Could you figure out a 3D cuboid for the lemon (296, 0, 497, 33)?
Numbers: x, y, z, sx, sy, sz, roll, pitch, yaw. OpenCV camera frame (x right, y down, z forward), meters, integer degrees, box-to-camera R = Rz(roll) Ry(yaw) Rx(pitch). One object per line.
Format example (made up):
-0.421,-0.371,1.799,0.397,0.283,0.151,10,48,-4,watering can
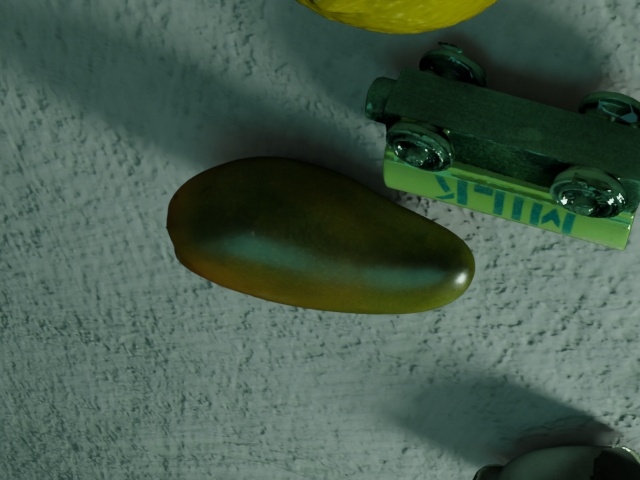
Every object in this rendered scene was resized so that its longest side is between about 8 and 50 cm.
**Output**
0.032,-0.245,0.653,0.288,0.233,0.233,42,141,-22,lemon

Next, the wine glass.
0.267,0.291,1.293,0.111,0.111,0.204,39,146,-19,wine glass

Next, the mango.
-0.002,0.003,1.072,0.289,0.129,0.146,19,135,1,mango

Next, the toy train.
0.160,-0.063,0.927,0.253,0.105,0.157,16,157,15,toy train
